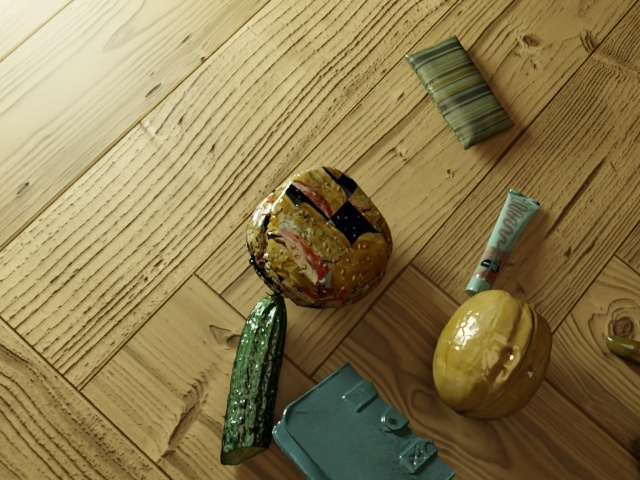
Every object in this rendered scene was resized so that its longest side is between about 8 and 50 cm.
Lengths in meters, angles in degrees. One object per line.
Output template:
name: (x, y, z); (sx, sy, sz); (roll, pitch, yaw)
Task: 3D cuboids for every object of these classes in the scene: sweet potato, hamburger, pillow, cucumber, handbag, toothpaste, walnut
sweet potato: (0.540, 0.197, 1.190); (0.182, 0.054, 0.053); (34, 65, 8)
hamburger: (0.000, 0.000, 1.162); (0.231, 0.107, 0.231); (9, 66, -22)
pillow: (0.244, -0.261, 1.308); (0.113, 0.038, 0.203); (-26, 78, -15)
cucumber: (-0.100, 0.204, 1.128); (0.077, 0.077, 0.265); (7, 71, -3)
handbag: (0.063, 0.298, 1.077); (0.179, 0.062, 0.229); (-31, 66, -33)
toothpaste: (0.299, 0.007, 1.237); (0.056, 0.036, 0.205); (29, 70, 6)
walnut: (0.257, 0.173, 1.120); (0.165, 0.165, 0.197); (33, 66, 5)

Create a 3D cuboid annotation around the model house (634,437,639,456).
model house: (0.639, 0.334, 1.117); (0.248, 0.176, 0.181); (-11, 75, -25)
